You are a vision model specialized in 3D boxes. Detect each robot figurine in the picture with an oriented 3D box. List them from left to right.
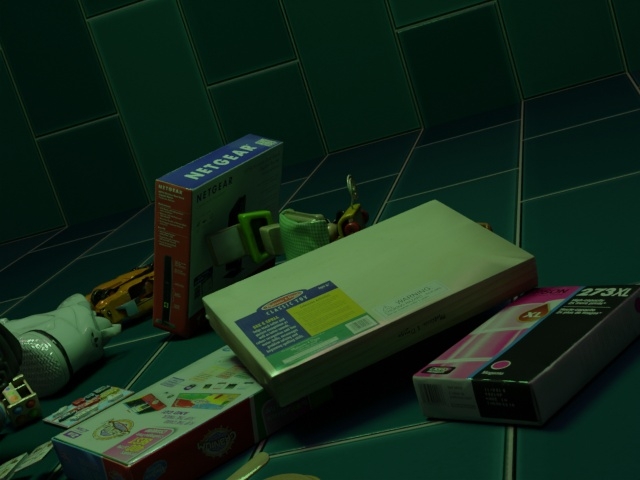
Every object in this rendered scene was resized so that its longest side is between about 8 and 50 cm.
[{"bbox_3d":[-0.385,0.108,2.317,0.211,0.085,0.291,-3,20,47],"label":"robot figurine"}]

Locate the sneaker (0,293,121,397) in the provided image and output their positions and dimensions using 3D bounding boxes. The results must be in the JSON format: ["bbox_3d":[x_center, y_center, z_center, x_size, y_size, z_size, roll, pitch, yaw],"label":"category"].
[{"bbox_3d":[-0.549,0.199,2.051,0.366,0.137,0.210,-1,19,37],"label":"sneaker"}]

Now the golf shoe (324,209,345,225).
[{"bbox_3d":[0.000,0.000,2.258,0.067,0.086,0.186,-4,19,42],"label":"golf shoe"}]

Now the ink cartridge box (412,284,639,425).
[{"bbox_3d":[0.297,0.124,1.387,0.176,0.069,0.371,-5,16,45],"label":"ink cartridge box"}]

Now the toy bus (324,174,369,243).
[{"bbox_3d":[0.041,0.023,1.883,0.104,0.191,0.202,-15,57,15],"label":"toy bus"}]

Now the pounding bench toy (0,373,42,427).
[{"bbox_3d":[-0.502,0.282,1.819,0.052,0.083,0.065,-26,46,-26],"label":"pounding bench toy"}]

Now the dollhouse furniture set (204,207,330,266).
[{"bbox_3d":[-0.088,0.061,1.855,0.151,0.197,0.301,-21,12,-20],"label":"dollhouse furniture set"}]

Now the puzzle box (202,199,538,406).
[{"bbox_3d":[0.063,0.074,1.536,0.409,0.052,0.272,-23,28,-17],"label":"puzzle box"}]

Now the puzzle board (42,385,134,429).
[{"bbox_3d":[-0.382,0.271,1.781,0.128,0.011,0.096,-27,16,-35],"label":"puzzle board"}]

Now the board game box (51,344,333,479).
[{"bbox_3d":[-0.178,0.244,1.496,0.316,0.064,0.242,-26,15,-33],"label":"board game box"}]

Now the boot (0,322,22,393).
[{"bbox_3d":[-0.703,0.289,1.624,0.445,0.146,0.367,-17,15,34],"label":"boot"}]

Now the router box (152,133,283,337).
[{"bbox_3d":[-0.195,-0.017,2.090,0.082,0.301,0.335,16,27,23],"label":"router box"}]

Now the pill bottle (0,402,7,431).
[{"bbox_3d":[-0.565,0.306,1.727,0.078,0.078,0.137,-14,13,15],"label":"pill bottle"}]

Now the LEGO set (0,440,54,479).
[{"bbox_3d":[-0.453,0.364,1.457,0.182,0.060,0.244,-27,9,15],"label":"LEGO set"}]

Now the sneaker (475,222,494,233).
[{"bbox_3d":[0.162,0.054,1.726,0.290,0.123,0.106,-24,16,-23],"label":"sneaker"}]

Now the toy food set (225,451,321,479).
[{"bbox_3d":[-0.044,0.298,1.171,0.132,0.038,0.192,-34,24,-30],"label":"toy food set"}]
